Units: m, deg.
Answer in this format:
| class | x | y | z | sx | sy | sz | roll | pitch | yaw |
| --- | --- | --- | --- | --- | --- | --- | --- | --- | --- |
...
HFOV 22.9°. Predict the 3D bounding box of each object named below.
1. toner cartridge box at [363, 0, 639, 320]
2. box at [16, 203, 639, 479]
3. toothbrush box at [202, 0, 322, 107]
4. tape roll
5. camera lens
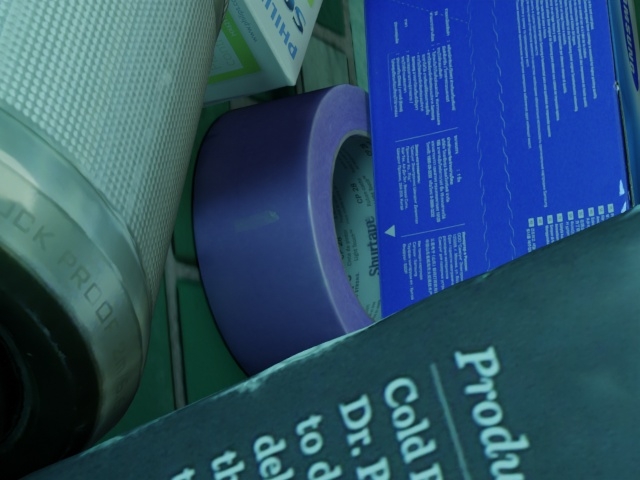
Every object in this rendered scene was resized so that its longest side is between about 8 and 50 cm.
| class | x | y | z | sx | sy | sz | roll | pitch | yaw |
| --- | --- | --- | --- | --- | --- | --- | --- | --- | --- |
| toner cartridge box | 0.122 | -0.009 | 0.976 | 0.075 | 0.165 | 0.347 | 32 | 52 | -60 |
| box | 0.103 | 0.227 | 0.592 | 0.480 | 0.472 | 0.297 | 33 | 38 | -60 |
| toothbrush box | -0.078 | -0.236 | 0.884 | 0.206 | 0.122 | 0.283 | 61 | 31 | -34 |
| tape roll | 0.000 | 0.000 | 1.003 | 0.189 | 0.080 | 0.189 | -11 | 90 | -67 |
| camera lens | -0.148 | -0.063 | 0.535 | 0.219 | 0.219 | 0.274 | 54 | 34 | -43 |
